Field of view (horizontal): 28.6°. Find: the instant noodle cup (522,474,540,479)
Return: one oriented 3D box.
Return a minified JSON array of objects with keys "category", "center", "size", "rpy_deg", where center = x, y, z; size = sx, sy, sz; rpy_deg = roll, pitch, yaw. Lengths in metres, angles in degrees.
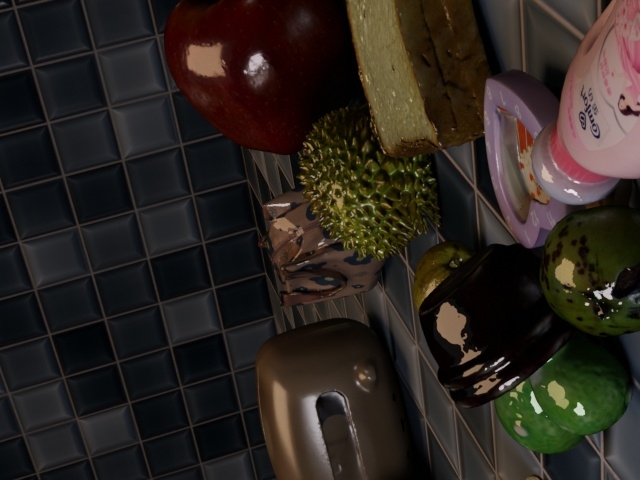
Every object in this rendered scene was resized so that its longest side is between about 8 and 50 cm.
[{"category":"instant noodle cup","center":[0.218,0.410,1.637],"size":[0.168,0.185,0.168],"rpy_deg":[165,90,-80]}]

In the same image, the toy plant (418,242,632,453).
[{"category":"toy plant","center":[0.216,0.126,1.310],"size":[0.235,0.175,0.218],"rpy_deg":[49,164,-2]}]

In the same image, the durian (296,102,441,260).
[{"category":"durian","center":[0.064,-0.081,1.799],"size":[0.237,0.176,0.200],"rpy_deg":[49,176,42]}]

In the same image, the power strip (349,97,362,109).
[{"category":"power strip","center":[0.063,-0.190,2.028],"size":[0.083,0.035,0.055],"rpy_deg":[103,152,-43]}]

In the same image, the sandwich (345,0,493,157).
[{"category":"sandwich","center":[0.111,-0.236,1.480],"size":[0.301,0.099,0.271],"rpy_deg":[-174,73,-83]}]

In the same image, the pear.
[{"category":"pear","center":[0.167,0.060,1.607],"size":[0.131,0.107,0.107],"rpy_deg":[75,174,-57]}]

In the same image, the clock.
[{"category":"clock","center":[0.215,-0.088,1.222],"size":[0.198,0.064,0.172],"rpy_deg":[119,135,-76]}]

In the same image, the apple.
[{"category":"apple","center":[-0.093,-0.299,1.983],"size":[0.317,0.288,0.288],"rpy_deg":[60,-179,-39]}]

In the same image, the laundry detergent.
[{"category":"laundry detergent","center":[0.235,-0.122,0.927],"size":[0.335,0.088,0.159],"rpy_deg":[110,166,-69]}]

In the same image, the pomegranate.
[{"category":"pomegranate","center":[0.250,0.010,1.086],"size":[0.122,0.122,0.161],"rpy_deg":[88,-170,-53]}]

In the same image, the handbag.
[{"category":"handbag","center":[0.000,0.000,2.176],"size":[0.251,0.193,0.190],"rpy_deg":[100,148,-70]}]

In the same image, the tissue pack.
[{"category":"tissue pack","center":[0.029,0.351,2.346],"size":[0.277,0.267,0.387],"rpy_deg":[-141,38,-79]}]
